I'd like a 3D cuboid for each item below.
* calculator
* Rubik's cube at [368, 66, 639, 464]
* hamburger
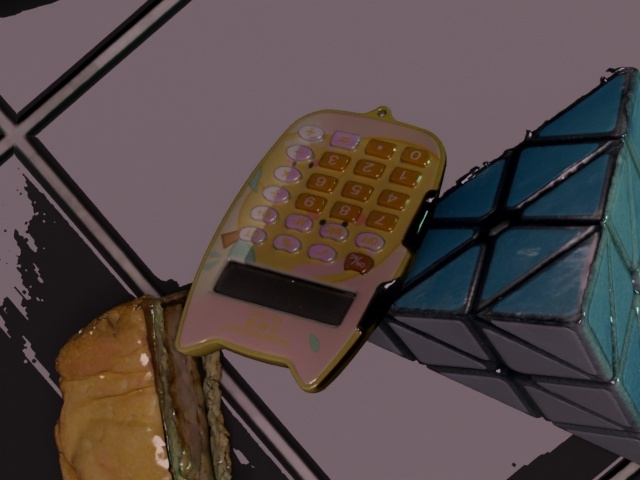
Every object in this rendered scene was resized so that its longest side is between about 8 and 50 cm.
[{"bbox_3d":[0.000,0.000,1.262,0.157,0.033,0.236,15,65,31],"label":"calculator"},{"bbox_3d":[0.160,0.034,1.267,0.228,0.229,0.233,-9,49,-34],"label":"Rubik's cube"},{"bbox_3d":[-0.128,0.172,1.297,0.131,0.124,0.262,-9,89,20],"label":"hamburger"}]
